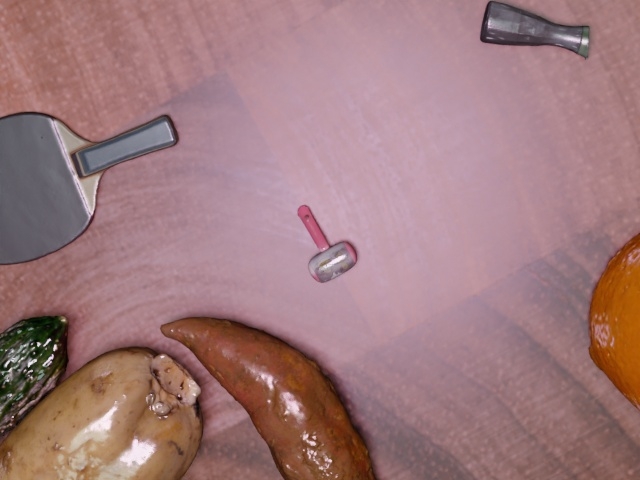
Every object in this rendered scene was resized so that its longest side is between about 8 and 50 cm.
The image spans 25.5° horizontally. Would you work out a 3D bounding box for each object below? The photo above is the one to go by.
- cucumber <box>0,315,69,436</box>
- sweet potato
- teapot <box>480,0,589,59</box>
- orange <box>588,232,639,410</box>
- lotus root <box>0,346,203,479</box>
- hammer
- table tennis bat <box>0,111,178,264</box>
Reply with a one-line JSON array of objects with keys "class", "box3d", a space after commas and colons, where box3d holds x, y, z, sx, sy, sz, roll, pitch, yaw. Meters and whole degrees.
[{"class": "cucumber", "box3d": [-0.392, 0.200, 1.486, 0.359, 0.096, 0.096, -41, 91, 4]}, {"class": "sweet potato", "box3d": [-0.015, 0.196, 1.452, 0.106, 0.095, 0.354, -38, 93, 3]}, {"class": "teapot", "box3d": [0.218, -0.210, 1.425, 0.111, 0.043, 0.042, 12, 96, -1]}, {"class": "orange", "box3d": [0.451, 0.071, 1.407, 0.310, 0.274, 0.274, -16, 94, -25]}, {"class": "lotus root", "box3d": [-0.241, 0.232, 1.449, 0.284, 0.146, 0.160, -44, 81, 9]}, {"class": "hammer", "box3d": [0.000, 0.000, 1.468, 0.052, 0.031, 0.083, -30, 82, 4]}, {"class": "table tennis bat", "box3d": [-0.279, -0.070, 1.487, 0.274, 0.021, 0.154, -20, 94, 8]}]
